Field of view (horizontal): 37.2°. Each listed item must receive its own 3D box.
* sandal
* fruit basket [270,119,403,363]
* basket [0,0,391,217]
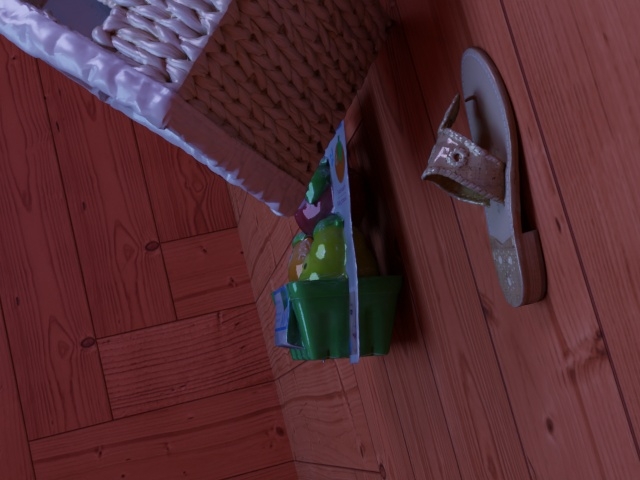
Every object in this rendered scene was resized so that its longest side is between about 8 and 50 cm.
[{"bbox_3d":[0.131,-0.054,0.846,0.088,0.079,0.239,147,110,-78],"label":"sandal"},{"bbox_3d":[0.000,0.000,1.353,0.327,0.166,0.352,147,113,-78],"label":"fruit basket"},{"bbox_3d":[-0.138,-0.240,1.012,0.328,0.266,0.331,32,178,24],"label":"basket"}]
